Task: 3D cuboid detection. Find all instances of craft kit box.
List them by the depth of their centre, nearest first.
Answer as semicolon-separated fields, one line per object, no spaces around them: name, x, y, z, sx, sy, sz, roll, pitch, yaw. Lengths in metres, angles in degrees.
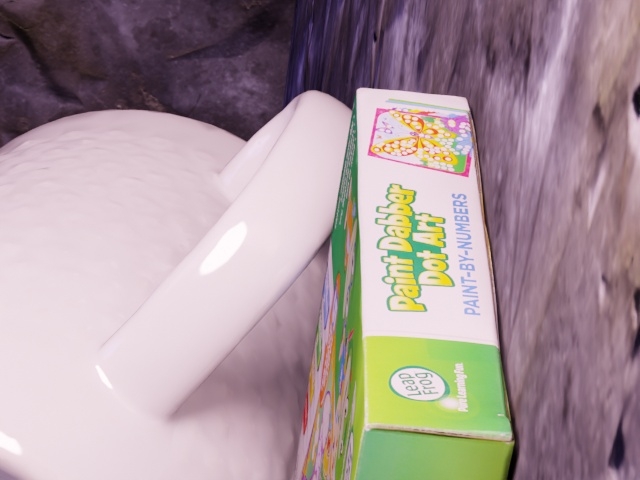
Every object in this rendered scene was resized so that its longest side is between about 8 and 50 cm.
craft kit box;0.023;0.104;0.780;0.247;0.061;0.250;-95;12;-60

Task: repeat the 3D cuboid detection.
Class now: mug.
mug;-0.104;0.073;0.991;0.374;0.276;0.328;-47;5;22
